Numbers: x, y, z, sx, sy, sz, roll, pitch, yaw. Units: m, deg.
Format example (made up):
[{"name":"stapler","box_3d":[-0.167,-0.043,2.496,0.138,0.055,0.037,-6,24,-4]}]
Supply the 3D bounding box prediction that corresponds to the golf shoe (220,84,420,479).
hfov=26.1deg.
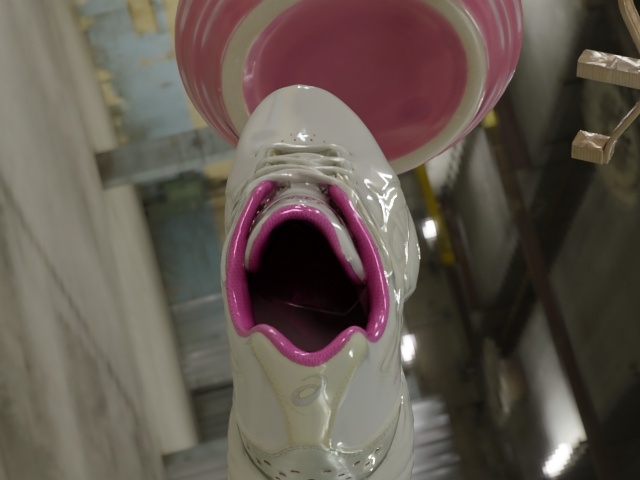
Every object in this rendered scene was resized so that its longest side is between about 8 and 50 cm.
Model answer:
[{"name":"golf shoe","box_3d":[0.000,0.000,0.734,0.306,0.115,0.140,-96,-179,-45]}]

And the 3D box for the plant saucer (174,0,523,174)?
[{"name":"plant saucer","box_3d":[0.029,-0.173,1.297,0.084,0.332,0.332,-96,177,-47]}]

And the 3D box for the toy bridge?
[{"name":"toy bridge","box_3d":[0.250,-0.145,1.166,0.026,0.063,0.188,-52,149,-43]}]
